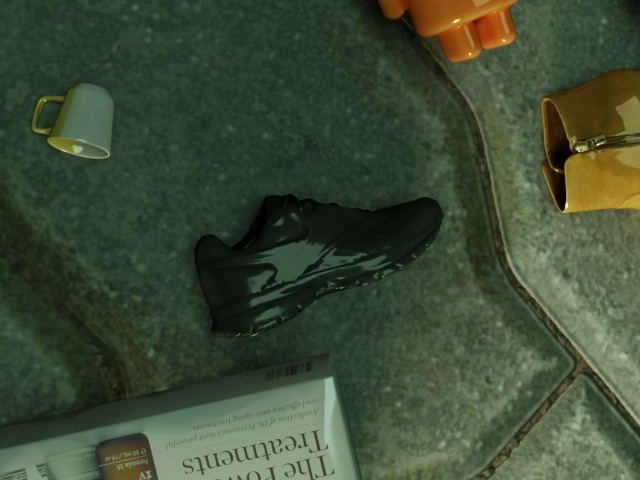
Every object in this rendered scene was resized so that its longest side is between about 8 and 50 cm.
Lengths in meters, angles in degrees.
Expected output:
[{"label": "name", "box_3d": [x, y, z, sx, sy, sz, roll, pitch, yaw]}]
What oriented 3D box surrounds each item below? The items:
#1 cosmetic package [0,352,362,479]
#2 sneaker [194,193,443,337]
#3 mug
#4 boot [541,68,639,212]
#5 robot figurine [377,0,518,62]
[{"label": "cosmetic package", "box_3d": [-0.138, 0.293, 0.943, 0.377, 0.097, 0.284, -13, 98, 2]}, {"label": "sneaker", "box_3d": [0.000, 0.000, 1.043, 0.286, 0.109, 0.130, -23, 92, -19]}, {"label": "mug", "box_3d": [-0.242, -0.124, 0.977, 0.078, 0.062, 0.064, 16, 78, -25]}, {"label": "boot", "box_3d": [0.385, -0.061, 1.183, 0.211, 0.104, 0.295, -20, 93, -12]}, {"label": "robot figurine", "box_3d": [0.140, -0.307, 1.068, 0.128, 0.158, 0.219, -35, 107, -58]}]
